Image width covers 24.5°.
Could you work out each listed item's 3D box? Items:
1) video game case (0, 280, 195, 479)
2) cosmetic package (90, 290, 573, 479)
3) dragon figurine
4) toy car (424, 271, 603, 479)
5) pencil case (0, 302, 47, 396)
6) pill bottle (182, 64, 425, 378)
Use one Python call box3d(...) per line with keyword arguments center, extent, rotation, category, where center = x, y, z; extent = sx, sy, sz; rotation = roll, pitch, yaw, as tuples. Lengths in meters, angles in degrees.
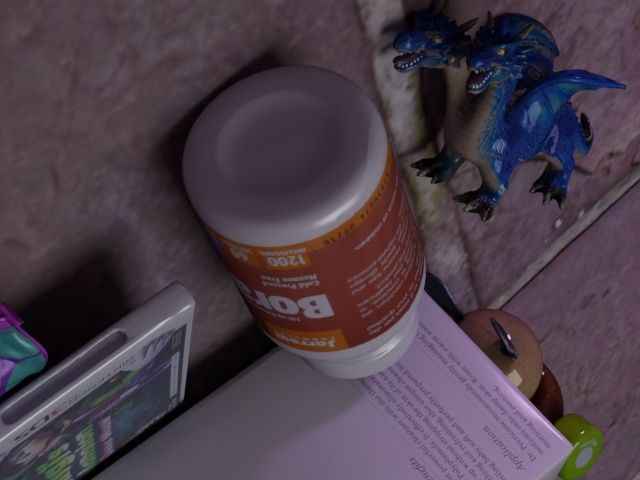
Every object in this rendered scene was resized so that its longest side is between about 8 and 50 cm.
box3d(center=(-0.152, 0.114, 0.895), extent=(0.173, 0.022, 0.190), rotation=(-36, 165, -20), category="video game case")
box3d(center=(-0.029, 0.206, 1.019), extent=(0.365, 0.197, 0.155), rotation=(-34, 159, -21), category="cosmetic package")
box3d(center=(0.152, -0.101, 1.034), extent=(0.289, 0.085, 0.144), rotation=(-9, 132, -45), category="dragon figurine")
box3d(center=(0.125, 0.114, 1.185), extent=(0.149, 0.155, 0.188), rotation=(-37, 137, -20), category="toy car")
box3d(center=(-0.224, 0.082, 0.781), extent=(0.152, 0.064, 0.070), rotation=(-36, 163, -22), category="pencil case")
box3d(center=(0.000, 0.000, 0.918), extent=(0.121, 0.121, 0.216), rotation=(-42, 148, -12), category="pill bottle")
